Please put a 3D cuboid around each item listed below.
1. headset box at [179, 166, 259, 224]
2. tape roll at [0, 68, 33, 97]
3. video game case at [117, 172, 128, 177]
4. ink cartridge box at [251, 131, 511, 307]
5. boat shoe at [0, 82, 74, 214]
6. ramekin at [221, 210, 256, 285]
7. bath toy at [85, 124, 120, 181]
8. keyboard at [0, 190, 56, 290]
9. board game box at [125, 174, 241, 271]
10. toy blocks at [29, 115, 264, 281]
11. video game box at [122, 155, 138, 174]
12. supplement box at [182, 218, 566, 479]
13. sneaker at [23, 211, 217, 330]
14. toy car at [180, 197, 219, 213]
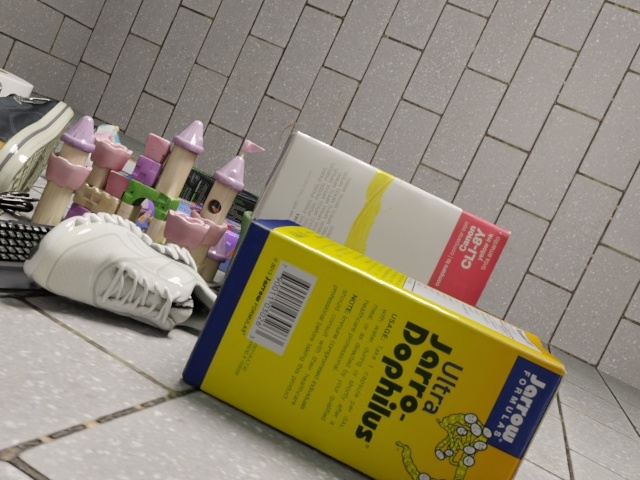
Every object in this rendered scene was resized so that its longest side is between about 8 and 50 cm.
[{"bbox_3d":[-0.229,-0.068,1.896,0.246,0.131,0.283,23,5,-34],"label":"headset box"},{"bbox_3d":[-0.780,-0.316,1.570,0.246,0.169,0.246,26,4,-2],"label":"tape roll"},{"bbox_3d":[-0.558,-0.167,1.947,0.193,0.023,0.212,25,4,4],"label":"video game case"},{"bbox_3d":[0.090,-0.039,1.244,0.384,0.160,0.279,24,5,-7],"label":"ink cartridge box"},{"bbox_3d":[-0.527,-0.166,1.184,0.156,0.187,0.500,30,9,-16],"label":"boat shoe"},{"bbox_3d":[-0.025,0.078,1.265,0.303,0.148,0.303,25,5,-2],"label":"ramekin"},{"bbox_3d":[-0.535,-0.184,1.667,0.129,0.151,0.348,-13,14,-6],"label":"bath toy"},{"bbox_3d":[-0.382,-0.011,0.871,0.201,0.033,0.317,42,10,19],"label":"keyboard"},{"bbox_3d":[-0.279,-0.028,1.536,0.347,0.078,0.233,24,5,-10],"label":"board game box"},{"bbox_3d":[-0.267,-0.093,1.216,0.288,0.260,0.309,25,5,9],"label":"toy blocks"},{"bbox_3d":[-0.563,-0.220,2.354,0.205,0.048,0.187,26,3,4],"label":"video game box"},{"bbox_3d":[0.061,0.135,0.824,0.356,0.195,0.194,25,5,8],"label":"supplement box"},{"bbox_3d":[-0.222,0.049,0.874,0.118,0.110,0.292,41,9,28],"label":"sneaker"},{"bbox_3d":[-0.370,-0.085,1.745,0.239,0.053,0.225,15,0,-10],"label":"toy car"}]
